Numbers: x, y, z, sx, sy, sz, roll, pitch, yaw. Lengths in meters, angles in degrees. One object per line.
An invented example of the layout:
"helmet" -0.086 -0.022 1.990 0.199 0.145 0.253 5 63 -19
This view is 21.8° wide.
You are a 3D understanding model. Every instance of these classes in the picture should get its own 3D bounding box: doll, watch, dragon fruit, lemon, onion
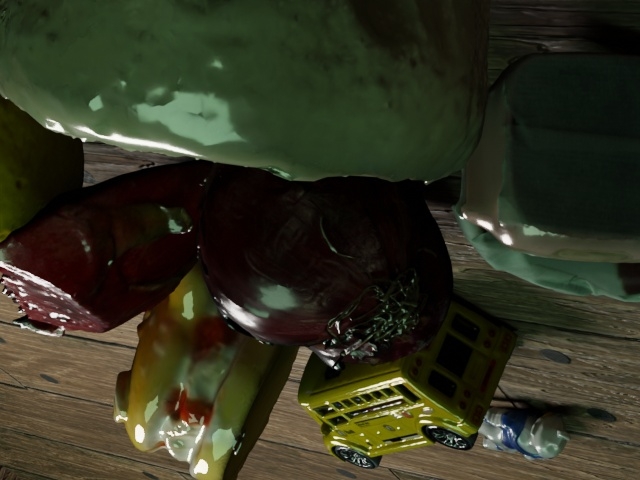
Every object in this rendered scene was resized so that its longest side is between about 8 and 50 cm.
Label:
"doll" 0.251 0.241 2.087 0.114 0.057 0.227 40 163 -21
"watch" 0.228 -0.034 1.315 0.253 0.162 0.241 4 163 -1
"dragon fruit" -0.193 0.013 1.709 0.100 0.282 0.343 54 170 11
"lemon" -0.368 -0.100 1.667 0.245 0.245 0.320 11 149 30
"onion" 0.012 0.010 1.580 0.281 0.221 0.281 32 -173 -4

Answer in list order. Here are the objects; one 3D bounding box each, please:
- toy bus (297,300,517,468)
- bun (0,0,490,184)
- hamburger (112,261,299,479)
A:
"toy bus" 0.085 0.164 1.957 0.151 0.145 0.331 32 155 -18
"bun" -0.043 -0.163 1.166 0.359 0.211 0.360 7 -171 -1
"hamburger" -0.129 0.132 1.965 0.186 0.261 0.303 27 143 3
